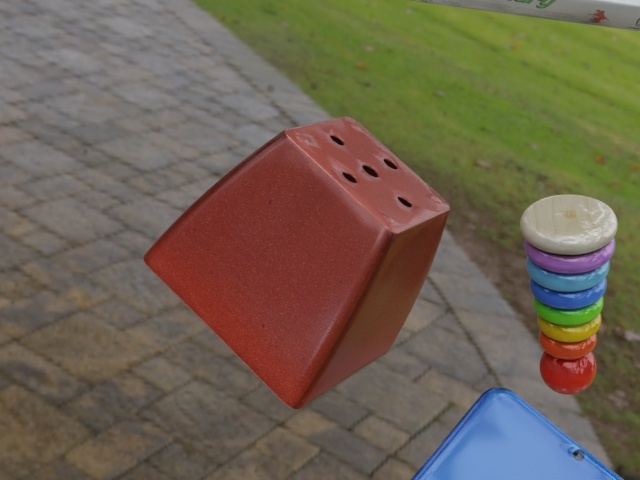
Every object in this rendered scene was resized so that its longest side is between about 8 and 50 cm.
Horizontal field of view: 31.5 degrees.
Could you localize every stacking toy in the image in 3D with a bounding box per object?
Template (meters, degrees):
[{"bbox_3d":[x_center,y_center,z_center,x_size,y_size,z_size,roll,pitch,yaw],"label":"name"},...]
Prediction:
[{"bbox_3d":[0.381,0.102,1.742,0.141,0.330,0.141,-6,31,3],"label":"stacking toy"}]

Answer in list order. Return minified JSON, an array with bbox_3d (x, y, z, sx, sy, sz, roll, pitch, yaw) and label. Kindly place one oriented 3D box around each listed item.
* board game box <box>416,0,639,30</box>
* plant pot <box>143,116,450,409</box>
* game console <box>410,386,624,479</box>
[{"bbox_3d":[0.204,-0.303,1.060,0.305,0.193,0.053,2,-17,-23],"label":"board game box"},{"bbox_3d":[0.000,0.000,1.387,0.267,0.236,0.267,44,27,14],"label":"plant pot"},{"bbox_3d":[0.222,0.355,1.231,0.293,0.250,0.173,39,52,21],"label":"game console"}]
